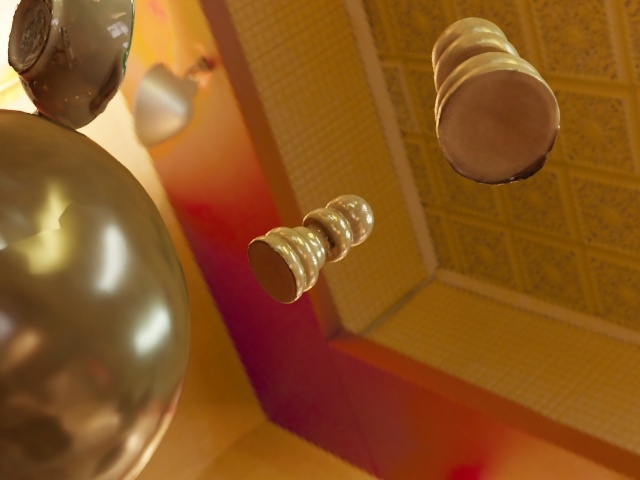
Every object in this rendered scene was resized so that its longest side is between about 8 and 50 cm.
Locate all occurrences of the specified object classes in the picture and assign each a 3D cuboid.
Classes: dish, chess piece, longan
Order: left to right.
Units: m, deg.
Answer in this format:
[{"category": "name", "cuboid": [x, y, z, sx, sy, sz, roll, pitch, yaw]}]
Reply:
[{"category": "longan", "cuboid": [-0.200, 0.051, 0.662, 0.258, 0.258, 0.258, 36, -32, 27]}, {"category": "dish", "cuboid": [-0.292, -0.213, 1.219, 0.246, 0.078, 0.224, -56, -135, 26]}, {"category": "chess piece", "cuboid": [0.000, 0.000, 1.407, 0.094, 0.170, 0.094, 38, -34, 31]}, {"category": "chess piece", "cuboid": [0.191, -0.184, 1.330, 0.260, 0.143, 0.142, -96, 168, -60]}]
